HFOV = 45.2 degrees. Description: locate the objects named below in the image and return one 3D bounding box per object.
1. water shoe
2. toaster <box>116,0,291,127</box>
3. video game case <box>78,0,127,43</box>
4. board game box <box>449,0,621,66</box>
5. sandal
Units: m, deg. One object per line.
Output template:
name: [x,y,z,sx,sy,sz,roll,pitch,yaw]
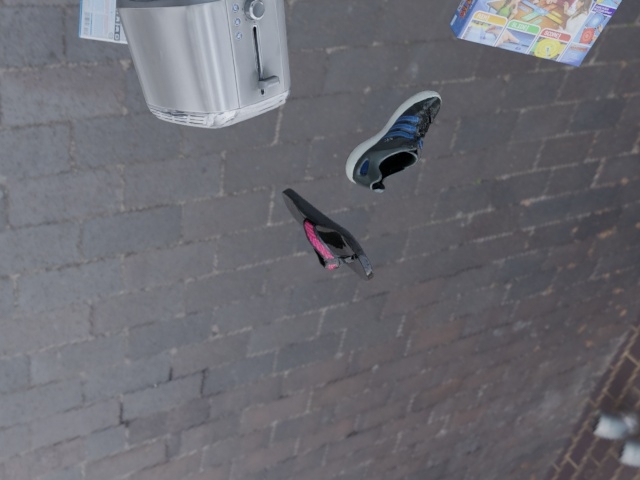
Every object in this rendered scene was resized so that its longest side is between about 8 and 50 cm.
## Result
water shoe: [0.131,-0.147,1.186,0.203,0.080,0.073,-44,145,-14]
toaster: [-0.130,-0.211,0.841,0.129,0.227,0.146,-28,120,-37]
video game case: [-0.305,-0.380,1.255,0.166,0.015,0.119,3,94,-21]
board game box: [0.284,-0.306,0.984,0.201,0.035,0.136,6,133,-24]
sandal: [0.000,0.000,0.906,0.040,0.179,0.067,-36,138,-17]
